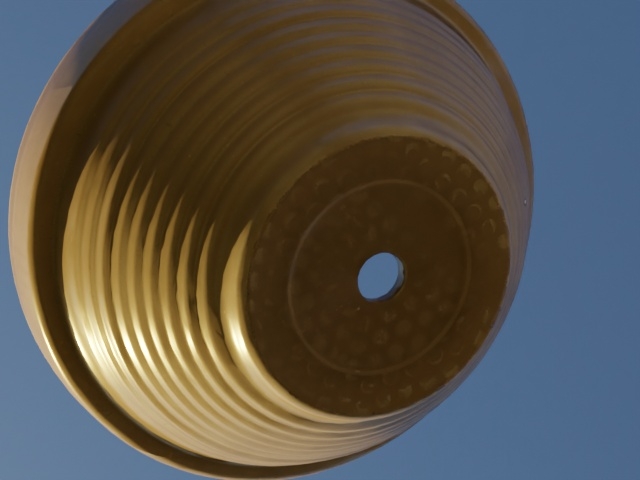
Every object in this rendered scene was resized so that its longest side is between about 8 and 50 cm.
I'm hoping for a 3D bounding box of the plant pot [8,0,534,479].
[{"bbox_3d":[0.000,0.000,0.721,0.237,0.110,0.237,-7,-71,-23],"label":"plant pot"}]
